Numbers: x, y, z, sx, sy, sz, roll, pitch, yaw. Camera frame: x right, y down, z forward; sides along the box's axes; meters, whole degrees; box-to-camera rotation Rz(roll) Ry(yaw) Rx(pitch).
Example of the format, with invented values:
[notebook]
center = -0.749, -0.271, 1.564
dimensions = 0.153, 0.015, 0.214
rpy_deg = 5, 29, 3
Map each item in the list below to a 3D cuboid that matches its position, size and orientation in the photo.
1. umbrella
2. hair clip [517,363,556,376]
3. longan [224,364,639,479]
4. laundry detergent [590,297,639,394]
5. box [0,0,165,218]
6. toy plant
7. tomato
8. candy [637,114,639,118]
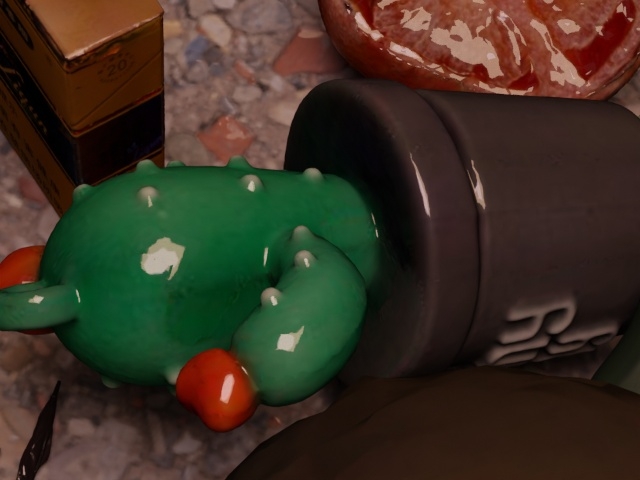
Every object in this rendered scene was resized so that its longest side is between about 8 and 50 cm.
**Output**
[umbrella]
center = -0.174, 0.137, 1.041
dimensions = 0.022, 0.013, 0.122
rpy_deg = 16, 61, -12
[hair clip]
center = 0.177, 0.119, 1.084
dimensions = 0.137, 0.022, 0.054
rpy_deg = 18, 62, 1
[longan]
center = 0.100, 0.272, 0.793
dimensions = 0.436, 0.404, 0.404
rpy_deg = 41, 66, 6
[laundry detergent]
center = 0.230, 0.086, 1.015
dimensions = 0.144, 0.078, 0.222
rpy_deg = 22, 98, -9
[box]
center = -0.156, -0.112, 1.045
dimensions = 0.070, 0.237, 0.152
rpy_deg = -30, 70, -16
[toy plant]
center = 0.005, 0.007, 0.998
dimensions = 0.400, 0.185, 0.279
rpy_deg = -5, 36, -24
[tomato]
center = 0.108, -0.168, 1.185
dimensions = 0.236, 0.095, 0.237
rpy_deg = 4, 65, -8
[candy]
center = 0.305, -0.133, 1.215
dimensions = 0.262, 0.073, 0.077
rpy_deg = -32, 52, -13
